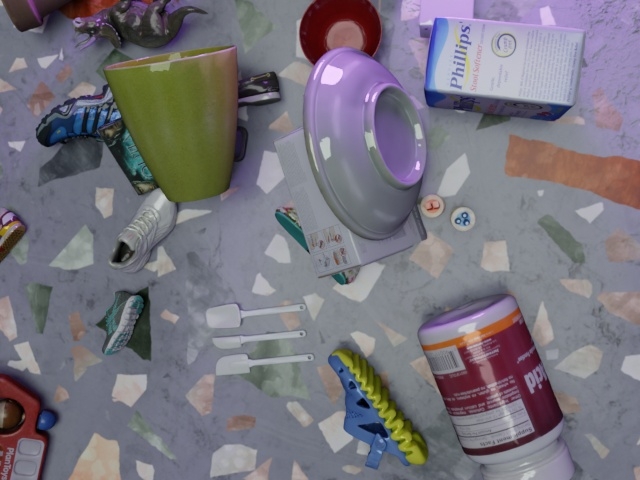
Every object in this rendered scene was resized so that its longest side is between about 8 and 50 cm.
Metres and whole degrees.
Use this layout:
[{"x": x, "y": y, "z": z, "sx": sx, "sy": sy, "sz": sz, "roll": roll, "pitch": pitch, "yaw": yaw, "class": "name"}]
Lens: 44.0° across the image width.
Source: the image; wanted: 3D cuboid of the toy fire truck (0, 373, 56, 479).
[{"x": -0.784, "y": 0.471, "z": 1.919, "sx": 0.254, "sy": 0.169, "sz": 0.302, "roll": 13, "pitch": 96, "yaw": -16, "class": "toy fire truck"}]

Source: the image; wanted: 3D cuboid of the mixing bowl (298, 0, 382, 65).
[{"x": 0.049, "y": -0.450, "z": 1.747, "sx": 0.181, "sy": 0.098, "sz": 0.181, "roll": 1, "pitch": 94, "yaw": 8, "class": "mixing bowl"}]

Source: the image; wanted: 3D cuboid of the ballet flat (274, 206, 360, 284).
[{"x": 0.000, "y": 0.000, "z": 1.800, "sx": 0.241, "sy": 0.091, "sz": 0.077, "roll": 46, "pitch": 67, "yaw": 0, "class": "ballet flat"}]

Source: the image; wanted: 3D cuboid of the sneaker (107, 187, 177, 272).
[{"x": -0.414, "y": -0.019, "z": 1.837, "sx": 0.090, "sy": 0.115, "sz": 0.232, "roll": 31, "pitch": 97, "yaw": 6, "class": "sneaker"}]

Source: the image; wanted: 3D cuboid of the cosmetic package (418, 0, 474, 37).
[{"x": 0.275, "y": -0.554, "z": 1.695, "sx": 0.117, "sy": 0.085, "sz": 0.231, "roll": 5, "pitch": 85, "yaw": 10, "class": "cosmetic package"}]

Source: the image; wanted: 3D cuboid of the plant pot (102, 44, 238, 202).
[{"x": -0.285, "y": -0.239, "z": 1.661, "sx": 0.275, "sy": 0.275, "sz": 0.293, "roll": -6, "pitch": 108, "yaw": 9, "class": "plant pot"}]

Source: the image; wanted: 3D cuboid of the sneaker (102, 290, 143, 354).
[{"x": -0.487, "y": 0.194, "z": 1.898, "sx": 0.076, "sy": 0.065, "sz": 0.166, "roll": 29, "pitch": 94, "yaw": 23, "class": "sneaker"}]

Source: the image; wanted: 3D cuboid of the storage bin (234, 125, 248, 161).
[{"x": -0.246, "y": -0.224, "z": 1.812, "sx": 0.135, "sy": 0.091, "sz": 0.098, "roll": 10, "pitch": 95, "yaw": 9, "class": "storage bin"}]

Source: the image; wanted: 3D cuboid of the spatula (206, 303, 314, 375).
[{"x": -0.142, "y": 0.225, "z": 1.857, "sx": 0.242, "sy": 0.019, "sz": 0.168, "roll": -8, "pitch": 91, "yaw": 10, "class": "spatula"}]

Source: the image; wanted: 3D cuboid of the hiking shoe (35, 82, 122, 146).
[{"x": -0.522, "y": -0.274, "z": 1.842, "sx": 0.304, "sy": 0.113, "sz": 0.132, "roll": -24, "pitch": 91, "yaw": 11, "class": "hiking shoe"}]

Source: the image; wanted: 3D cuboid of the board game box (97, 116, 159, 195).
[{"x": -0.413, "y": -0.203, "z": 1.828, "sx": 0.126, "sy": 0.026, "sz": 0.186, "roll": -21, "pitch": 120, "yaw": 10, "class": "board game box"}]

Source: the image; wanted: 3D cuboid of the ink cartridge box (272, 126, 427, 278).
[{"x": 0.073, "y": -0.103, "z": 1.721, "sx": 0.130, "sy": 0.272, "sz": 0.309, "roll": -19, "pitch": 88, "yaw": 40, "class": "ink cartridge box"}]

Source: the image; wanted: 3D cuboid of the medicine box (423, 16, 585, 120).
[{"x": 0.365, "y": -0.345, "z": 1.618, "sx": 0.289, "sy": 0.263, "sz": 0.149, "roll": 8, "pitch": 93, "yaw": 9, "class": "medicine box"}]

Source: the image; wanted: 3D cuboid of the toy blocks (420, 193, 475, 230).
[{"x": 0.274, "y": -0.061, "z": 1.707, "sx": 0.123, "sy": 0.148, "sz": 0.054, "roll": 24, "pitch": 96, "yaw": 7, "class": "toy blocks"}]

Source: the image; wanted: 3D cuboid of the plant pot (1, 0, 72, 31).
[{"x": -0.618, "y": -0.628, "z": 1.791, "sx": 0.229, "sy": 0.263, "sz": 0.263, "roll": -18, "pitch": 90, "yaw": -9, "class": "plant pot"}]

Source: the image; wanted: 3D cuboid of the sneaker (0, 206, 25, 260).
[{"x": -0.807, "y": 0.004, "z": 1.933, "sx": 0.185, "sy": 0.069, "sz": 0.084, "roll": -44, "pitch": 77, "yaw": 3, "class": "sneaker"}]

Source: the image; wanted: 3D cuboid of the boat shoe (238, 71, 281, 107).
[{"x": -0.206, "y": -0.337, "z": 1.808, "sx": 0.228, "sy": 0.081, "sz": 0.068, "roll": -8, "pitch": 89, "yaw": 2, "class": "boat shoe"}]

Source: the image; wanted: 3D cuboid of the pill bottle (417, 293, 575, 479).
[{"x": 0.377, "y": 0.331, "z": 1.675, "sx": 0.224, "sy": 0.224, "sz": 0.392, "roll": -22, "pitch": 90, "yaw": 10, "class": "pill bottle"}]

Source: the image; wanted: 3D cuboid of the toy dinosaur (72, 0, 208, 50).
[{"x": -0.404, "y": -0.509, "z": 1.826, "sx": 0.314, "sy": 0.121, "sz": 0.160, "roll": 6, "pitch": 106, "yaw": 4, "class": "toy dinosaur"}]

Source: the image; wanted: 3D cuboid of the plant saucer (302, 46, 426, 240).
[{"x": 0.122, "y": -0.203, "z": 1.599, "sx": 0.101, "sy": 0.400, "sz": 0.400, "roll": -10, "pitch": 92, "yaw": 35, "class": "plant saucer"}]

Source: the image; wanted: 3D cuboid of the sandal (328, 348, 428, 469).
[{"x": 0.104, "y": 0.391, "z": 1.777, "sx": 0.138, "sy": 0.126, "sz": 0.317, "roll": -34, "pitch": 86, "yaw": 13, "class": "sandal"}]
